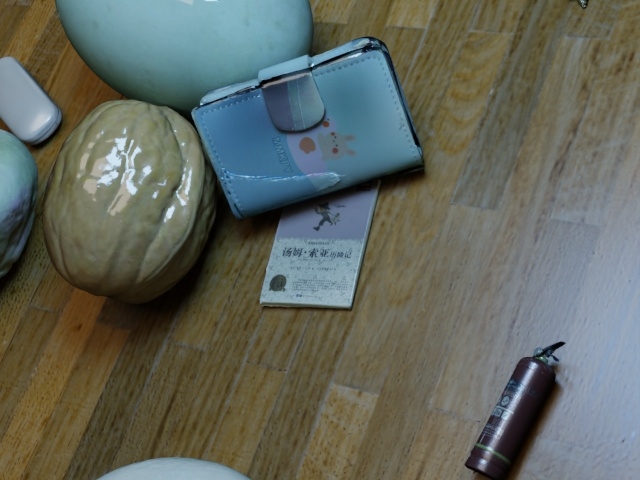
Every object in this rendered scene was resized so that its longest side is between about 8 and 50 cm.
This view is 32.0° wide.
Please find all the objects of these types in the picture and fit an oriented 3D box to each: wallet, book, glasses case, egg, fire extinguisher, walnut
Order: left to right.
[{"bbox_3d":[-0.467,-0.218,1.729,0.081,0.051,0.204,-43,52,0],"label":"glasses case"},{"bbox_3d":[-0.238,-0.051,1.406,0.225,0.225,0.261,8,74,31],"label":"walnut"},{"bbox_3d":[-0.186,-0.308,1.490,0.389,0.276,0.276,29,78,24],"label":"egg"},{"bbox_3d":[-0.015,-0.134,1.360,0.250,0.176,0.075,-16,22,14],"label":"wallet"},{"bbox_3d":[0.000,0.000,1.382,0.127,0.014,0.181,1,63,27],"label":"book"},{"bbox_3d":[0.204,0.174,1.158,0.158,0.043,0.064,-59,12,-14],"label":"fire extinguisher"}]

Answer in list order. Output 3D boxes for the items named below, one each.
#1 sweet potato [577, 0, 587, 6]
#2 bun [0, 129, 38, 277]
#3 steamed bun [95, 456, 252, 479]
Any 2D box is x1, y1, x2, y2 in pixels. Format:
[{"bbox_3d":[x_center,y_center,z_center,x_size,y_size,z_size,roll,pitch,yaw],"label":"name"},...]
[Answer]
[{"bbox_3d":[0.279,-0.339,1.422,0.153,0.038,0.041,28,102,28],"label":"sweet potato"},{"bbox_3d":[-0.507,-0.017,1.558,0.293,0.187,0.293,-19,30,12],"label":"bun"},{"bbox_3d":[-0.168,0.376,1.133,0.324,0.206,0.324,-13,58,22],"label":"steamed bun"}]
